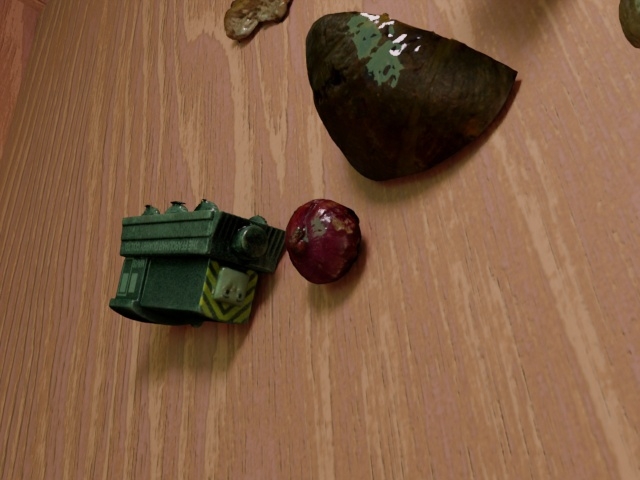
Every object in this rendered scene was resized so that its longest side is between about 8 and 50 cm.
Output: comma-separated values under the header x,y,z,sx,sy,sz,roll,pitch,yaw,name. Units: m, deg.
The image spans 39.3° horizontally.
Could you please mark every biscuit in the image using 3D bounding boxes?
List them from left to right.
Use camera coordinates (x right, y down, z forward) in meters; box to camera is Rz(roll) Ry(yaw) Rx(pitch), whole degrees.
x,y,z,sx,sy,sz,roll,pitch,yaw,name
-0.119,-0.441,1.655,0.183,0.061,0.118,-16,51,50,biscuit

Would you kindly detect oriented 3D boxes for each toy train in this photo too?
x,y,z,sx,sy,sz,roll,pitch,yaw,name
-0.188,0.040,1.315,0.330,0.139,0.178,-1,74,53,toy train

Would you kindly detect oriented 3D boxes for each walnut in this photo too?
x,y,z,sx,sy,sz,roll,pitch,yaw,name
0.317,-0.215,0.820,0.092,0.092,0.092,-36,40,36,walnut

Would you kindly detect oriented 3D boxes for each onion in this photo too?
x,y,z,sx,sy,sz,roll,pitch,yaw,name
0.000,0.000,1.099,0.107,0.097,0.107,-7,81,50,onion

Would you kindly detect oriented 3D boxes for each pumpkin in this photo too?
x,y,z,sx,sy,sz,roll,pitch,yaw,name
0.058,-0.172,1.073,0.312,0.169,0.148,-2,61,55,pumpkin
